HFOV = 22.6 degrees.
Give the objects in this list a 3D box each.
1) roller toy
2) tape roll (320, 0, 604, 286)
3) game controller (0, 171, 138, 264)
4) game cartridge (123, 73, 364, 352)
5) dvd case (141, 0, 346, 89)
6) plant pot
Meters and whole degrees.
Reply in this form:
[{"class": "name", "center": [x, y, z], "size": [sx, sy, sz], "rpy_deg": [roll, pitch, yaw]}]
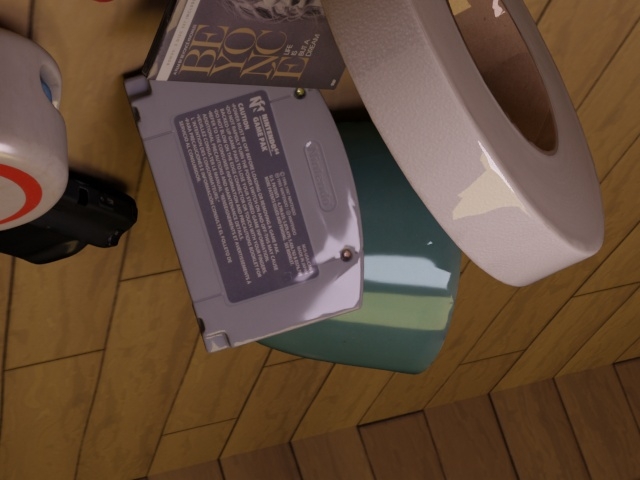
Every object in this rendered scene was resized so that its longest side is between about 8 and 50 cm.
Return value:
[{"class": "roller toy", "center": [-0.327, -0.102, 1.436], "size": [0.191, 0.146, 0.209], "rpy_deg": [16, 147, -42]}, {"class": "tape roll", "center": [0.121, -0.150, 1.353], "size": [0.072, 0.392, 0.392], "rpy_deg": [-27, 158, 22]}, {"class": "game controller", "center": [-0.339, -0.038, 1.731], "size": [0.166, 0.067, 0.319], "rpy_deg": [-12, 163, 25]}, {"class": "game cartridge", "center": [-0.065, -0.050, 1.623], "size": [0.196, 0.294, 0.060], "rpy_deg": [-16, -169, 0]}, {"class": "dvd case", "center": [-0.044, -0.214, 1.486], "size": [0.221, 0.018, 0.164], "rpy_deg": [-1, 131, -37]}, {"class": "plant pot", "center": [0.000, 0.000, 1.800], "size": [0.235, 0.293, 0.293], "rpy_deg": [4, 154, -15]}]
